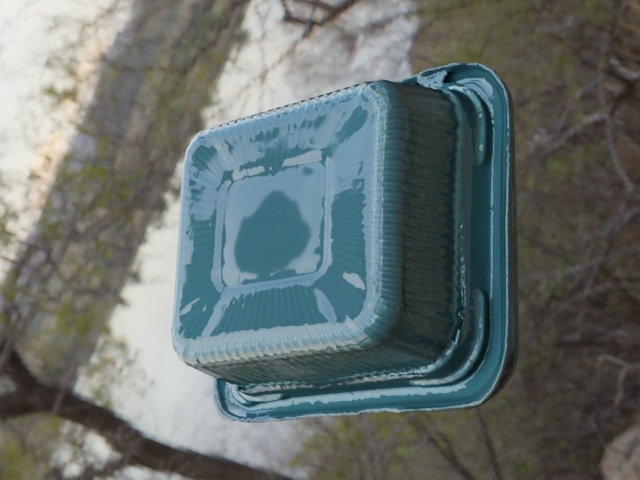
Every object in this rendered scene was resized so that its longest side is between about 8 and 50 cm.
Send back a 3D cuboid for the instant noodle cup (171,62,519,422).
[{"bbox_3d":[0.000,0.000,0.610,0.179,0.070,0.157,-11,71,42],"label":"instant noodle cup"}]
